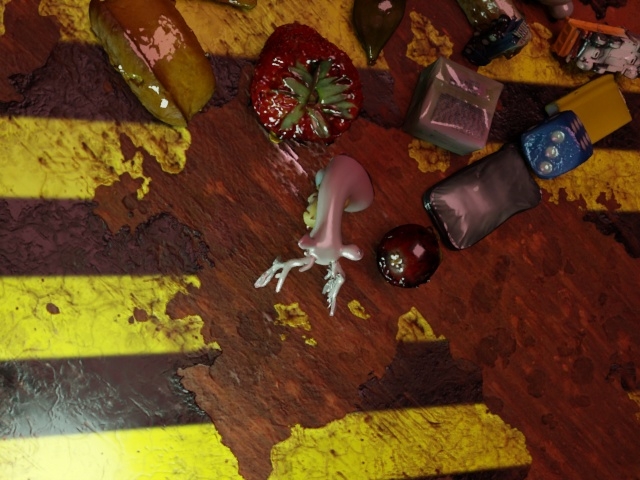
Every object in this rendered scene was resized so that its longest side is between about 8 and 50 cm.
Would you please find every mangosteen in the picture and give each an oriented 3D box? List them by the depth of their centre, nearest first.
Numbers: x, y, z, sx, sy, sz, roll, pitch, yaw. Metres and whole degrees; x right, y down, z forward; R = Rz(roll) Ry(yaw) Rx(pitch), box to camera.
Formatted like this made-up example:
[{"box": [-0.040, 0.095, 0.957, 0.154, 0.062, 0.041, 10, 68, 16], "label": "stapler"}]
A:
[{"box": [0.231, 0.038, 1.581, 0.180, 0.166, 0.166, -5, 91, -43], "label": "mangosteen"}]

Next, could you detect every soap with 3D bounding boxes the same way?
[{"box": [0.338, -0.339, 1.620, 0.199, 0.138, 0.182, 20, 82, -15], "label": "soap"}]

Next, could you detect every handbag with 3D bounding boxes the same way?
[{"box": [0.444, -0.120, 1.688, 0.332, 0.075, 0.192, -30, 94, -12], "label": "handbag"}]

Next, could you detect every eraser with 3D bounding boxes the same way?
[{"box": [0.756, -0.358, 1.782, 0.226, 0.069, 0.158, -30, 99, -15], "label": "eraser"}]

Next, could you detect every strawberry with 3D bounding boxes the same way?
[{"box": [-0.036, -0.369, 1.488, 0.260, 0.258, 0.261, -4, 118, -8], "label": "strawberry"}]

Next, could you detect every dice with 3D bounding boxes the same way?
[{"box": [0.626, -0.255, 1.681, 0.147, 0.146, 0.143, 59, 36, -6], "label": "dice"}]

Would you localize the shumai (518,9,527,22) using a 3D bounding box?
[{"box": [0.525, -0.584, 1.730, 0.080, 0.082, 0.084, -14, 80, 21], "label": "shumai"}]

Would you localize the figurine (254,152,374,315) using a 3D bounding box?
[{"box": [0.013, 0.004, 1.488, 0.206, 0.284, 0.316, 28, 57, -5], "label": "figurine"}]

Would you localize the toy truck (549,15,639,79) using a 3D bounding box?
[{"box": [0.792, -0.533, 1.756, 0.270, 0.114, 0.135, 6, 44, -14], "label": "toy truck"}]

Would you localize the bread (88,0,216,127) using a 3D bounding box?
[{"box": [-0.363, -0.423, 1.393, 0.194, 0.179, 0.340, -36, 99, -15], "label": "bread"}]

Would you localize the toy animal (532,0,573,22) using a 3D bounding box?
[{"box": [0.668, -0.738, 1.615, 0.194, 0.357, 0.258, -46, 103, -15], "label": "toy animal"}]

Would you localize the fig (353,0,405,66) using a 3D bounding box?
[{"box": [0.153, -0.545, 1.579, 0.132, 0.126, 0.185, -7, 87, -30], "label": "fig"}]

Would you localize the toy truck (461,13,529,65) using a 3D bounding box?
[{"box": [0.455, -0.515, 1.626, 0.088, 0.201, 0.074, 36, 76, -16], "label": "toy truck"}]

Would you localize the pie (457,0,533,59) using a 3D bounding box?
[{"box": [0.441, -0.610, 1.665, 0.282, 0.128, 0.068, 45, 66, -9], "label": "pie"}]

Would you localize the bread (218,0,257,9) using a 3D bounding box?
[{"box": [-0.271, -0.627, 1.478, 0.270, 0.077, 0.139, 8, 90, -19], "label": "bread"}]
